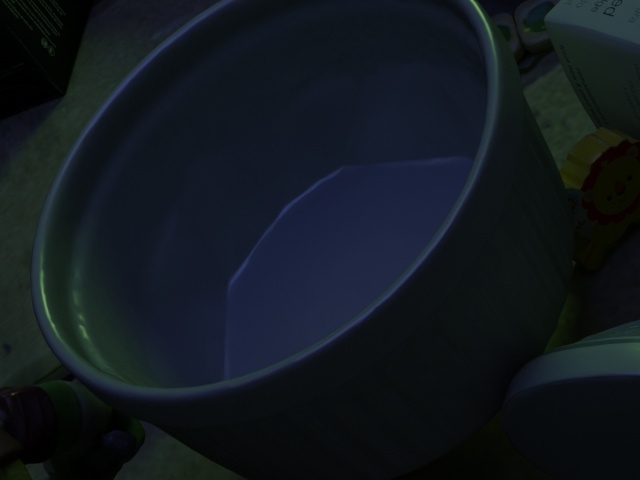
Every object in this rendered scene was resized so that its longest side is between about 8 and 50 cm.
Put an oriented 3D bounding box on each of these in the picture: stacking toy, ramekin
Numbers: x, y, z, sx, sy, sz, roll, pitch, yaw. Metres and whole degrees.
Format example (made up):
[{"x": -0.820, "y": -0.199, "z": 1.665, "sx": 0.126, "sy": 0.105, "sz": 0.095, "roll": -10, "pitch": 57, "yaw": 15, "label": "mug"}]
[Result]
[{"x": 0.021, "y": 0.010, "z": 0.737, "sx": 0.221, "sy": 0.052, "sz": 0.167, "roll": -43, "pitch": 37, "yaw": -7, "label": "stacking toy"}, {"x": 0.000, "y": 0.000, "z": 0.644, "sx": 0.207, "sy": 0.109, "sz": 0.207, "roll": -20, "pitch": 46, "yaw": 22, "label": "ramekin"}]

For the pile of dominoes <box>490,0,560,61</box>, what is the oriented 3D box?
[{"x": 0.037, "y": -0.161, "z": 0.872, "sx": 0.251, "sy": 0.040, "sz": 0.196, "roll": -23, "pitch": 55, "yaw": 17, "label": "pile of dominoes"}]

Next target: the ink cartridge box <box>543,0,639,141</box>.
[{"x": 0.222, "y": -0.087, "z": 0.644, "sx": 0.158, "sy": 0.092, "sz": 0.218, "roll": -47, "pitch": 40, "yaw": -12, "label": "ink cartridge box"}]

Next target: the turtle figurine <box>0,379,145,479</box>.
[{"x": -0.107, "y": 0.160, "z": 0.641, "sx": 0.266, "sy": 0.274, "sz": 0.198, "roll": 23, "pitch": 33, "yaw": 24, "label": "turtle figurine"}]

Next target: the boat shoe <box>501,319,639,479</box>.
[{"x": 0.177, "y": 0.044, "z": 0.563, "sx": 0.227, "sy": 0.079, "sz": 0.081, "roll": -6, "pitch": 39, "yaw": 27, "label": "boat shoe"}]

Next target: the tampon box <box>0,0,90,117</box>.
[{"x": -0.230, "y": -0.165, "z": 1.082, "sx": 0.120, "sy": 0.101, "sz": 0.161, "roll": -18, "pitch": 41, "yaw": 23, "label": "tampon box"}]
